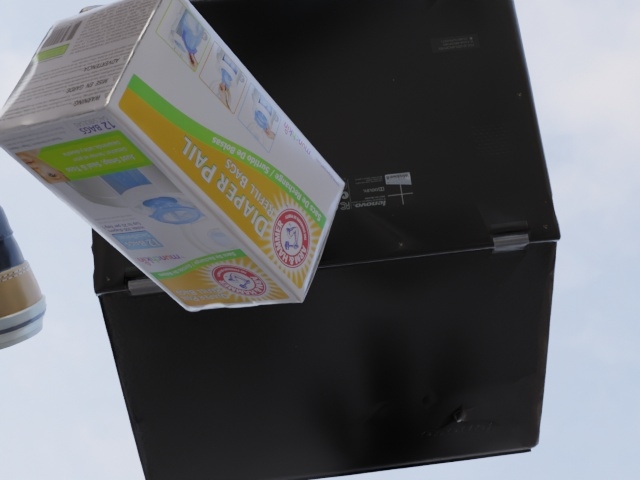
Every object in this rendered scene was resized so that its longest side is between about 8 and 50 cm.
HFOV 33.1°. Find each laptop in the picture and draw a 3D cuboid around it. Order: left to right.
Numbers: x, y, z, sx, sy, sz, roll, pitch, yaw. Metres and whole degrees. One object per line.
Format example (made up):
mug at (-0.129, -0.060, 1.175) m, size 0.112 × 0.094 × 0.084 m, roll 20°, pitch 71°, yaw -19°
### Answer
laptop at (0.000, 0.000, 0.990) m, size 0.382 × 0.236 × 0.408 m, roll -7°, pitch -107°, yaw -3°

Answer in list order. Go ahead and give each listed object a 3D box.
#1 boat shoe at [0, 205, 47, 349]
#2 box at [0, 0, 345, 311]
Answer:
boat shoe at (-0.526, 0.036, 1.135) m, size 0.500 × 0.187 × 0.156 m, roll -2°, pitch -76°, yaw 17°
box at (-0.091, -0.051, 0.708) m, size 0.114 × 0.103 × 0.203 m, roll -6°, pitch -39°, yaw 37°
